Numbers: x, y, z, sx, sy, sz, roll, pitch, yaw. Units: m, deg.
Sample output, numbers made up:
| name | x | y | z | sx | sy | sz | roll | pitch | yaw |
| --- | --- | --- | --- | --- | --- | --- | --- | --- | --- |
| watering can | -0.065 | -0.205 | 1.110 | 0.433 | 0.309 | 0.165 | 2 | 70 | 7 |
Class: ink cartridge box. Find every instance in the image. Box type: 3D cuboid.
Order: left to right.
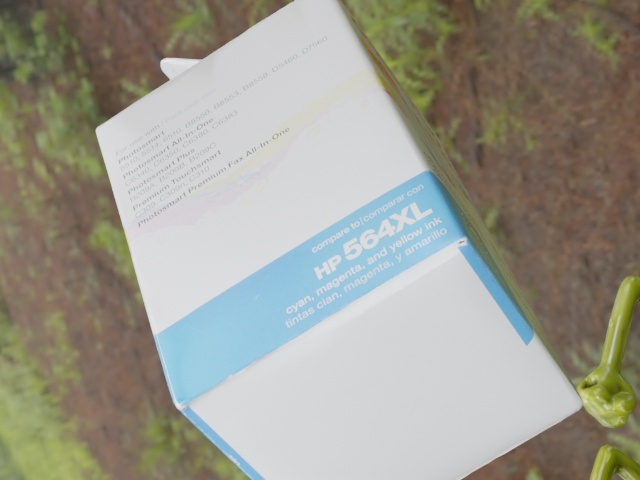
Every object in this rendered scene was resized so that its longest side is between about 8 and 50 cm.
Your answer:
| name | x | y | z | sx | sy | sz | roll | pitch | yaw |
| --- | --- | --- | --- | --- | --- | --- | --- | --- | --- |
| ink cartridge box | 0.000 | 0.000 | 0.469 | 0.092 | 0.090 | 0.143 | 50 | -168 | -44 |

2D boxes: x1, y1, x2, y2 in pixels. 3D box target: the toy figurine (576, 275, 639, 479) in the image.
| name | x | y | z | sx | sy | sz | roll | pitch | yaw |
| --- | --- | --- | --- | --- | --- | --- | --- | --- | --- |
| toy figurine | 0.115 | 0.218 | 0.639 | 0.217 | 0.191 | 0.363 | 144 | 140 | -62 |
